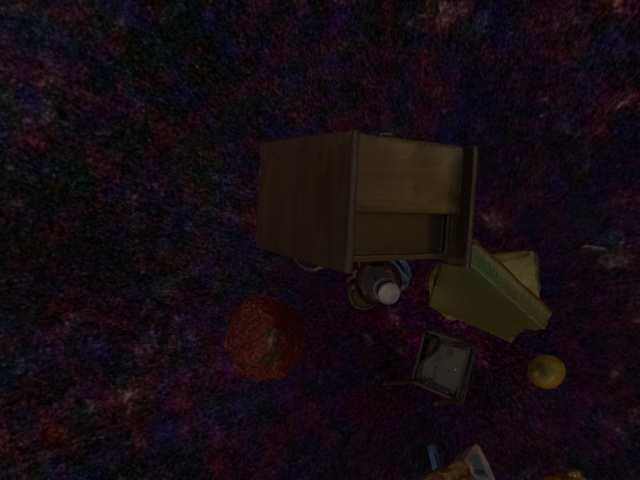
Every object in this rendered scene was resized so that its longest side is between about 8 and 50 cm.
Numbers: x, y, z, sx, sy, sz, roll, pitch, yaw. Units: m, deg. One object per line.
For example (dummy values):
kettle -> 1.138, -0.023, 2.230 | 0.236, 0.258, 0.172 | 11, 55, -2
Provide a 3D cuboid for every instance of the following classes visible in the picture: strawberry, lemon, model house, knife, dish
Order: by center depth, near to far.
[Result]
model house -> 0.386, 0.121, 1.236 | 0.194, 0.234, 0.174 | -3, 79, -18
lemon -> 0.554, 0.322, 1.252 | 0.082, 0.111, 0.082 | -6, 82, 48
dish -> 0.382, 0.690, 1.410 | 0.234, 0.064, 0.154 | -37, 107, -34
knife -> 0.367, 0.755, 1.505 | 0.044, 0.026, 0.296 | -29, 64, 42
strawberry -> -0.168, 0.333, 1.705 | 0.310, 0.292, 0.291 | 6, 81, 50

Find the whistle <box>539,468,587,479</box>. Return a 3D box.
whistle -> 0.216, 0.251, 0.433 | 0.046, 0.057, 0.109 | -3, 73, 6

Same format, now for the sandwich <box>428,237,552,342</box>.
sandwich -> 0.315, 0.093, 0.927 | 0.212, 0.245, 0.063 | 23, 65, 17

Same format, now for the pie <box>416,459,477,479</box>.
pie -> 0.172, 0.438, 0.802 | 0.084, 0.179, 0.205 | 34, 107, 47

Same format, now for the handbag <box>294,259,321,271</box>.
handbag -> 0.000, 0.000, 1.807 | 0.219, 0.079, 0.256 | -23, 48, 0

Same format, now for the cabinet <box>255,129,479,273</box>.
cabinet -> 0.047, -0.052, 0.613 | 0.175, 0.215, 0.148 | 0, 97, -30

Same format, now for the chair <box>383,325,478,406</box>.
chair -> 0.324, 0.331, 1.373 | 0.166, 0.272, 0.188 | 13, 89, 39

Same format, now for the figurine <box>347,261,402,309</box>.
figurine -> 0.167, 0.136, 1.559 | 0.161, 0.275, 0.158 | 29, 79, 2

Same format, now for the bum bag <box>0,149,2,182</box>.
bum bag -> -0.599, -0.170, 0.845 | 0.248, 0.069, 0.102 | 34, 131, 20

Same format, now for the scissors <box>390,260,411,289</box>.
scissors -> 0.164, -0.017, 1.789 | 0.029, 0.192, 0.447 | -39, 95, 29
